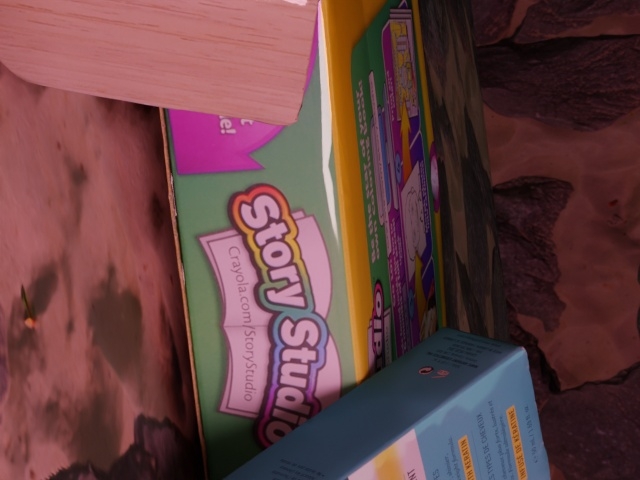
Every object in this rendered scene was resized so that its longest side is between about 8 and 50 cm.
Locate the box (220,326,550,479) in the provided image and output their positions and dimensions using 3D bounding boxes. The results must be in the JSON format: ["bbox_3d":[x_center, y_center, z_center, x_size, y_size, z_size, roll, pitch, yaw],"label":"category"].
[{"bbox_3d":[0.017,0.145,1.018,0.244,0.060,0.100,-32,120,-37],"label":"box"}]

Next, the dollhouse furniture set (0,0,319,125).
[{"bbox_3d":[-0.097,-0.318,0.917,0.362,0.256,0.394,-83,-177,-55],"label":"dollhouse furniture set"}]

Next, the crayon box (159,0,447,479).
[{"bbox_3d":[0.000,0.000,1.196,0.313,0.106,0.363,-58,144,-68],"label":"crayon box"}]
